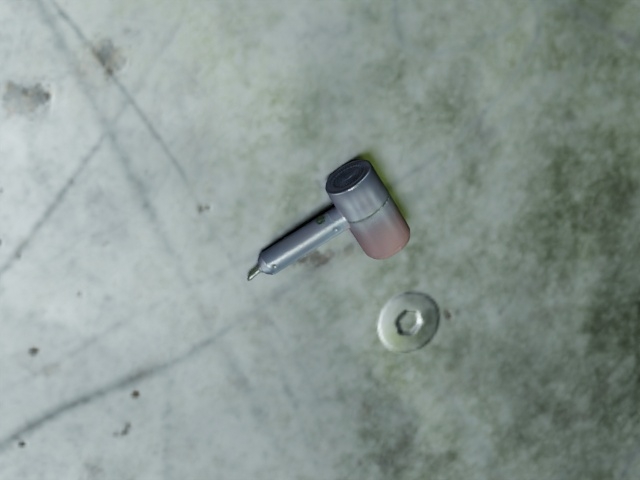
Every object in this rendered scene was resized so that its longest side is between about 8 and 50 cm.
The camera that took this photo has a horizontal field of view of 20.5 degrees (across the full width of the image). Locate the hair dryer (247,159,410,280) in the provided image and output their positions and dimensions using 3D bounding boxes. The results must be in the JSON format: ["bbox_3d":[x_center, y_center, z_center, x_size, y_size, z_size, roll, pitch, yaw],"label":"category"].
[{"bbox_3d":[0.000,0.000,1.210,0.114,0.037,0.063,-31,117,1],"label":"hair dryer"}]
